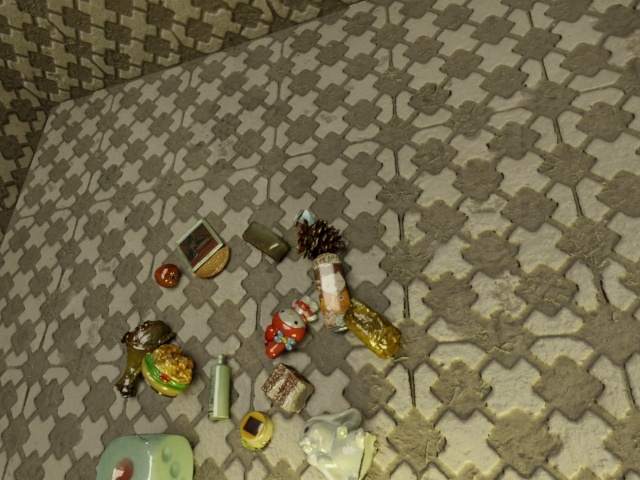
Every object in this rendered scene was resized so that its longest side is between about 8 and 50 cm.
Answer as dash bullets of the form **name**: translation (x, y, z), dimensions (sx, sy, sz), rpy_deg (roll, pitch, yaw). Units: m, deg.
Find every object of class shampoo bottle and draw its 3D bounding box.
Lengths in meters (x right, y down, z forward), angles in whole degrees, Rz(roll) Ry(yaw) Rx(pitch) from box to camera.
- **shampoo bottle**: translation (-0.423, 0.608, 1.844), dimensions (0.085, 0.085, 0.263), rpy_deg (-13, 61, 17)

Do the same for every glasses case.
- **glasses case**: translation (0.051, 0.208, 1.785), dimensions (0.122, 0.082, 0.322), rpy_deg (-15, 75, 8)

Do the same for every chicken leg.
- **chicken leg**: translation (-0.856, 0.523, 2.043), dimensions (0.211, 0.140, 0.361), rpy_deg (30, 77, 24)

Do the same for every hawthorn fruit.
- **hawthorn fruit**: translation (-0.765, 0.173, 2.192), dimensions (0.127, 0.128, 0.128), rpy_deg (-10, 62, 19)

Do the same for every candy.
- **candy**: translation (-0.255, 0.003, 2.056), dimensions (0.233, 0.102, 0.104), rpy_deg (29, 79, 33)

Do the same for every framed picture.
- **framed picture**: translation (-0.626, 0.015, 2.241), dimensions (0.216, 0.016, 0.273), rpy_deg (-44, 49, -3)

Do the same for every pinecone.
- **pinecone**: translation (0.001, -0.002, 1.899), dimensions (0.212, 0.186, 0.169), rpy_deg (-3, 63, 10)

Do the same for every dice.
- **dice**: translation (-0.672, 0.903, 1.705), dimensions (0.264, 0.262, 0.268), rpy_deg (-15, 59, 17)

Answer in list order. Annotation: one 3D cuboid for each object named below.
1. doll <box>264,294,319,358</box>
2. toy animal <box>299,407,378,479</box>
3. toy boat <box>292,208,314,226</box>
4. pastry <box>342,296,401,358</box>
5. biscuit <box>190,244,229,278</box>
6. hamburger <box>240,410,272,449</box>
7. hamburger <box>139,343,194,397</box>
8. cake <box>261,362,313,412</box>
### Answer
- **doll**: translation (-0.130, 0.354, 1.812), dimensions (0.161, 0.130, 0.290), rpy_deg (36, 69, 27)
- **toy animal**: translation (0.067, 0.706, 1.535), dimensions (0.289, 0.174, 0.249), rpy_deg (32, 93, 31)
- **toy boat**: translation (-0.060, -0.090, 2.064), dimensions (0.122, 0.034, 0.096), rpy_deg (27, 78, 23)
- **pastry**: translation (0.187, 0.331, 1.625), dimensions (0.240, 0.235, 0.132), rpy_deg (37, 86, 14)
- **biscuit**: translation (-0.536, 0.116, 2.163), dimensions (0.224, 0.033, 0.145), rpy_deg (-25, 57, 14)
- **hamburger**: translation (-0.250, 0.737, 1.709), dimensions (0.126, 0.082, 0.141), rpy_deg (-1, 54, 21)
- **hamburger**: translation (-0.644, 0.546, 1.897), dimensions (0.149, 0.237, 0.237), rpy_deg (-47, 57, -1)
- **cake**: translation (-0.122, 0.573, 1.702), dimensions (0.147, 0.134, 0.135), rpy_deg (31, 83, 39)
